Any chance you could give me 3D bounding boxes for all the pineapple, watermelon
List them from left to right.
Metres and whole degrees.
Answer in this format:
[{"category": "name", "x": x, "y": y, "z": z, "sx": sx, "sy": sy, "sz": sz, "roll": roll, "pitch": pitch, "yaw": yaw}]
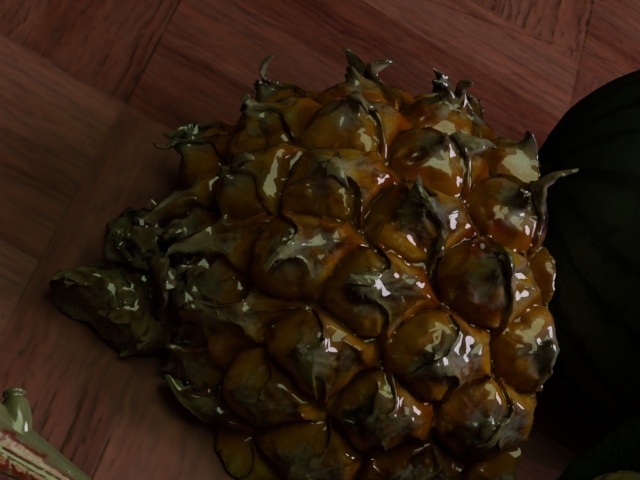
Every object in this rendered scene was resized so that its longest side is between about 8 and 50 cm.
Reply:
[{"category": "pineapple", "x": -0.003, "y": 0.000, "z": 1.061, "sx": 0.286, "sy": 0.209, "sz": 0.344, "roll": 7, "pitch": 53, "yaw": -29}, {"category": "watermelon", "x": 0.308, "y": 0.026, "z": 1.194, "sx": 0.359, "sy": 0.279, "sz": 0.279, "roll": 20, "pitch": 45, "yaw": -10}]

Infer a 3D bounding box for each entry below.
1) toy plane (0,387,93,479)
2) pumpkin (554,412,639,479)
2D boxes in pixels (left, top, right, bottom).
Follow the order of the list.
[{"category": "toy plane", "x": -0.227, "y": 0.105, "z": 0.907, "sx": 0.229, "sy": 0.092, "sz": 0.244, "roll": 4, "pitch": 54, "yaw": -29}, {"category": "pumpkin", "x": 0.231, "y": 0.203, "z": 0.981, "sx": 0.207, "sy": 0.300, "sz": 0.300, "roll": 56, "pitch": 41, "yaw": -14}]
